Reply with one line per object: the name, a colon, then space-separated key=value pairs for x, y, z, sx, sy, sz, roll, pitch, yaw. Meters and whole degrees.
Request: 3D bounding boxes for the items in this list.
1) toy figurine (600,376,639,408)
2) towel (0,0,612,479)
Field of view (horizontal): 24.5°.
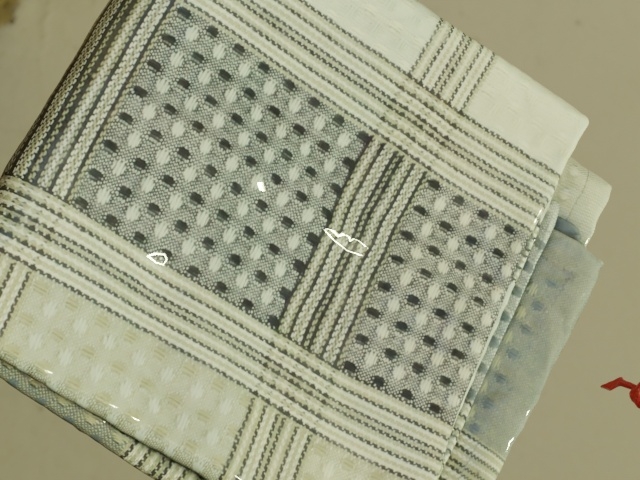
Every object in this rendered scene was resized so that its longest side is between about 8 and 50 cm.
toy figurine: x=0.241 y=0.160 z=0.922 sx=0.217 sy=0.191 sz=0.362 roll=74 pitch=28 yaw=-45
towel: x=0.000 y=0.000 z=0.795 sx=0.056 sy=0.324 sz=0.312 roll=-24 pitch=-145 yaw=60
